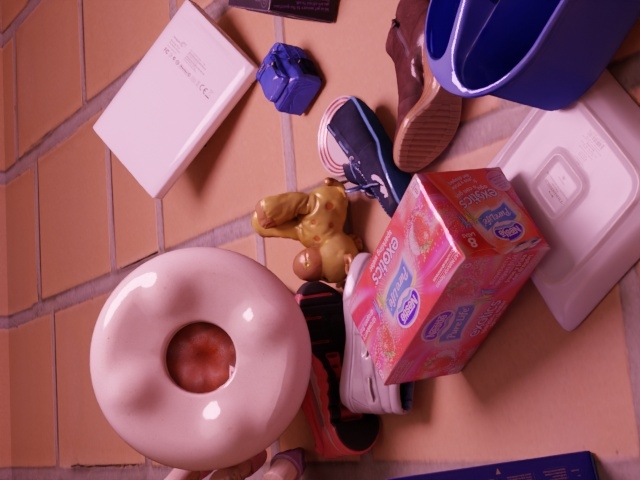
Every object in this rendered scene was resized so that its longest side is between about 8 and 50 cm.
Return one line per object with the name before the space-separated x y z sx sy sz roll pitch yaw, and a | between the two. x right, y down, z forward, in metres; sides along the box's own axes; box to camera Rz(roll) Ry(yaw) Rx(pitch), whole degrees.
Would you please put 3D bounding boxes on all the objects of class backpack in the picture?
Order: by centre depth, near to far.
backpack | -0.065 -0.310 1.751 0.098 0.101 0.120 -49 47 33

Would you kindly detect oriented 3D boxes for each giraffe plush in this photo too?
giraffe plush | 0.000 0.000 1.617 0.210 0.181 0.171 -19 81 16

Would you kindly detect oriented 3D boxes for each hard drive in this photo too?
hard drive | -0.307 -0.295 1.986 0.233 0.047 0.353 47 108 20

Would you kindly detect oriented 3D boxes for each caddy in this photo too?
caddy | 0.265 -0.330 1.184 0.341 0.179 0.241 -61 38 20

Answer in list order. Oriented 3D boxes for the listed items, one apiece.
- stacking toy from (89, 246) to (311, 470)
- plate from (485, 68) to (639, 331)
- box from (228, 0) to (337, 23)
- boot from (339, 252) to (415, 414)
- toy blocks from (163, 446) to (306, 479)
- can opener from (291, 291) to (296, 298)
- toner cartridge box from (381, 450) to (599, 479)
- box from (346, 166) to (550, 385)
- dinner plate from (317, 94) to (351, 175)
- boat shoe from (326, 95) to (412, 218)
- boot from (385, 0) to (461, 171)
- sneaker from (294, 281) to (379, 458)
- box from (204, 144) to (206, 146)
stacking toy | -0.187 0.207 1.679 0.480 0.350 0.351 86 -178 -83
plate | 0.322 -0.070 1.239 0.278 0.045 0.277 -57 45 35
box | -0.052 -0.542 1.707 0.165 0.143 0.271 27 110 54
boot | 0.106 0.149 1.506 0.123 0.095 0.259 0 85 36
toy blocks | -0.061 0.444 1.629 0.308 0.260 0.289 -17 103 28
can opener | -0.091 0.122 1.797 0.280 0.074 0.093 25 144 54
toner cartridge box | 0.202 0.351 1.117 0.075 0.347 0.165 -31 63 50
box | 0.167 0.055 1.319 0.154 0.142 0.300 65 148 32
dinner plate | 0.041 -0.184 1.663 0.141 0.017 0.141 -4 85 54
boat shoe | 0.083 -0.118 1.531 0.089 0.109 0.258 -38 45 20
boot | 0.151 -0.254 1.482 0.207 0.090 0.249 -119 44 -53
sneaker | -0.005 0.225 1.617 0.136 0.115 0.314 -41 54 49
box | -0.350 -0.281 2.138 0.207 0.108 0.153 -2 87 54
